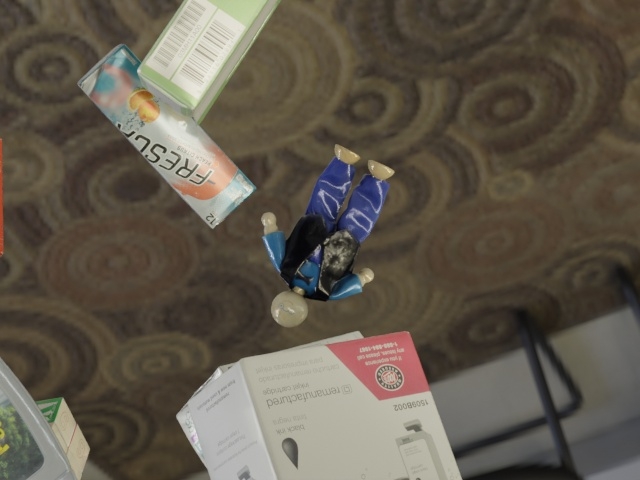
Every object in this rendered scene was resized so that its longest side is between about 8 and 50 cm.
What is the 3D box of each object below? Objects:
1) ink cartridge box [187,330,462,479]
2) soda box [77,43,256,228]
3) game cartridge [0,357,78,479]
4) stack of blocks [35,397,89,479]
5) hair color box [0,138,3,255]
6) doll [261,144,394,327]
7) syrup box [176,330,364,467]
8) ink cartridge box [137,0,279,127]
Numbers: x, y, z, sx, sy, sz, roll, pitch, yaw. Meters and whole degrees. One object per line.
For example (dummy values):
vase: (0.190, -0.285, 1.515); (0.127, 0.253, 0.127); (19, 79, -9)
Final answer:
ink cartridge box: (0.025, 0.245, 1.391); (0.207, 0.283, 0.117); (-6, 158, -36)
soda box: (-0.142, -0.096, 1.383); (0.058, 0.063, 0.183); (-44, 103, -3)
game cartridge: (-0.327, 0.173, 1.216); (0.196, 0.294, 0.060); (-41, -174, -32)
stack of blocks: (-0.339, 0.306, 1.631); (0.171, 0.297, 0.087); (-10, 124, 14)
hair color box: (-0.396, -0.032, 1.673); (0.053, 0.167, 0.093); (15, 137, -31)
doll: (0.000, 0.000, 1.508); (0.129, 0.189, 0.046); (25, 177, 2)
syrup box: (-0.030, 0.176, 1.602); (0.237, 0.096, 0.093); (-11, 148, -50)
ink cartridge box: (-0.070, -0.174, 1.145); (0.056, 0.235, 0.171); (33, 88, -6)
